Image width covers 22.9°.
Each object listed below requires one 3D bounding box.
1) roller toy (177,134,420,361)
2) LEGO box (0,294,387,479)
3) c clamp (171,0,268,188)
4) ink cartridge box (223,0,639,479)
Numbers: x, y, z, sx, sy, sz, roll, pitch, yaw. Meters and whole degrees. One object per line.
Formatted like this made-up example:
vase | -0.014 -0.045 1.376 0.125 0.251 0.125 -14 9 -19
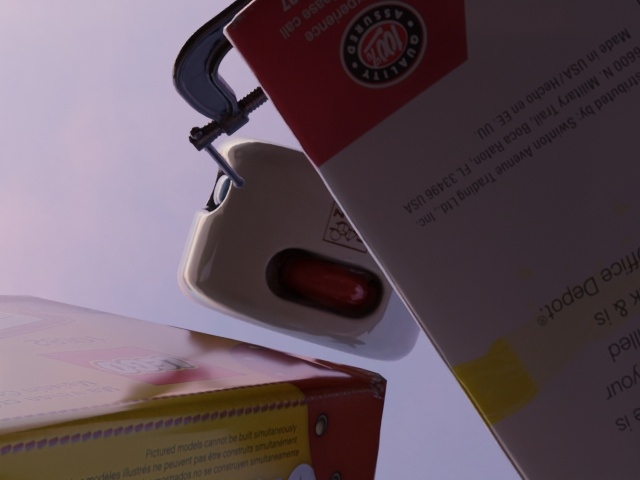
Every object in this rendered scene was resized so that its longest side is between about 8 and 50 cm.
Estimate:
roller toy | 0.000 0.000 1.204 0.209 0.191 0.146 18 -89 33
LEGO box | -0.204 0.217 0.438 0.193 0.500 0.372 10 -84 32
c clamp | -0.021 -0.109 0.903 0.161 0.137 0.022 -39 -121 8
ink cartridge box | 0.186 -0.025 0.743 0.279 0.160 0.384 -34 -93 23
